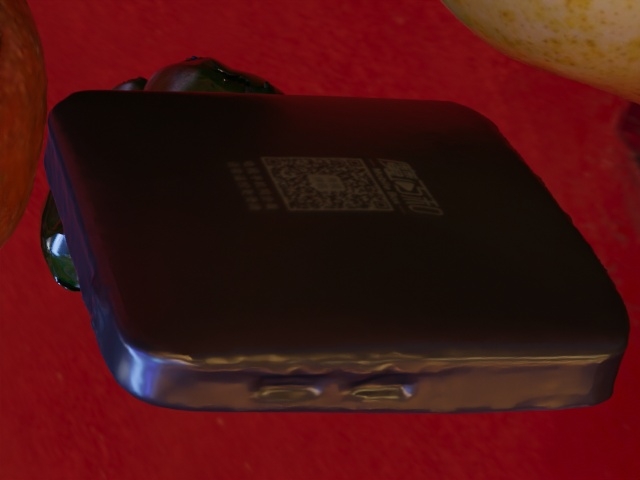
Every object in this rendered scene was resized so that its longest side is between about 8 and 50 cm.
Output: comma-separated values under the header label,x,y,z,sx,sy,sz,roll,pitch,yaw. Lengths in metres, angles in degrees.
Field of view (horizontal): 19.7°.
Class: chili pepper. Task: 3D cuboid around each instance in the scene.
label,x,y,z,sx,sy,sz,roll,pitch,yaw
chili pepper,-0.135,-0.036,1.782,0.233,0.248,0.257,38,59,-17

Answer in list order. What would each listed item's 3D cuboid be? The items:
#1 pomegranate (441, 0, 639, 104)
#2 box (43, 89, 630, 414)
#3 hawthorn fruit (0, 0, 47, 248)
label,x,y,z,sx,sy,sz,roll,pitch,yaw
pomegranate,0.236,-0.275,1.125,0.416,0.416,0.417,-4,104,-17
box,0.000,0.000,1.029,0.288,0.290,0.073,0,121,-20
hawthorn fruit,-0.193,-0.055,0.767,0.172,0.173,0.173,-4,104,-17
